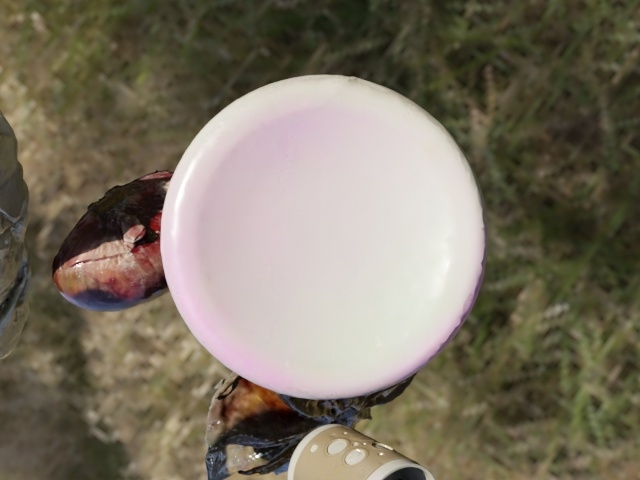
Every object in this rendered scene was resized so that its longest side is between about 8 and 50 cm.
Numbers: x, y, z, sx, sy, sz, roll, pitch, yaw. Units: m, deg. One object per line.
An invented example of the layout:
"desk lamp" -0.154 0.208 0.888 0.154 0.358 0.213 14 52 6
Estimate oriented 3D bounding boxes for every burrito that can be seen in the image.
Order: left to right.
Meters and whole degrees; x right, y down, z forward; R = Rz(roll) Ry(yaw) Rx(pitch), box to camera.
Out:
"burrito" -0.354 0.012 1.810 0.076 0.117 0.392 26 146 11

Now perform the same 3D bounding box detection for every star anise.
"star anise" -0.005 0.159 1.929 0.117 0.332 0.331 58 175 22

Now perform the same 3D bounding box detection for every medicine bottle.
"medicine bottle" 0.000 0.000 1.226 0.212 0.212 0.325 37 178 -1

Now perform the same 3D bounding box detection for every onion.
"onion" -0.188 0.017 1.884 0.098 0.206 0.151 28 150 35

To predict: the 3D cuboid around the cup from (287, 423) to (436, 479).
"cup" 0.018 0.188 1.239 0.099 0.102 0.074 24 148 52
